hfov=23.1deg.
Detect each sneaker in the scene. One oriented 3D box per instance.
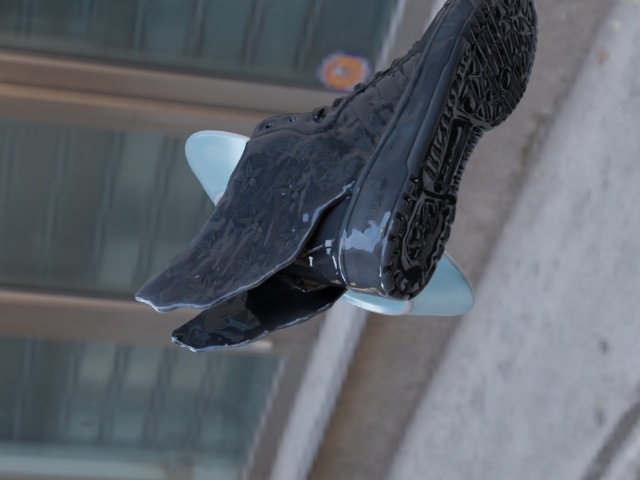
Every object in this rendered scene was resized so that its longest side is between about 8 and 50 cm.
[{"bbox_3d":[0.010,-0.033,0.561,0.051,0.089,0.170,56,-129,-44],"label":"sneaker"}]

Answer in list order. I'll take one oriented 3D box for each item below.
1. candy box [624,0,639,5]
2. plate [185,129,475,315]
[{"bbox_3d":[0.124,-0.153,0.421,0.087,0.316,0.183,15,-84,-76],"label":"candy box"},{"bbox_3d":[0.000,0.000,0.890,0.024,0.188,0.188,-61,8,-15],"label":"plate"}]
